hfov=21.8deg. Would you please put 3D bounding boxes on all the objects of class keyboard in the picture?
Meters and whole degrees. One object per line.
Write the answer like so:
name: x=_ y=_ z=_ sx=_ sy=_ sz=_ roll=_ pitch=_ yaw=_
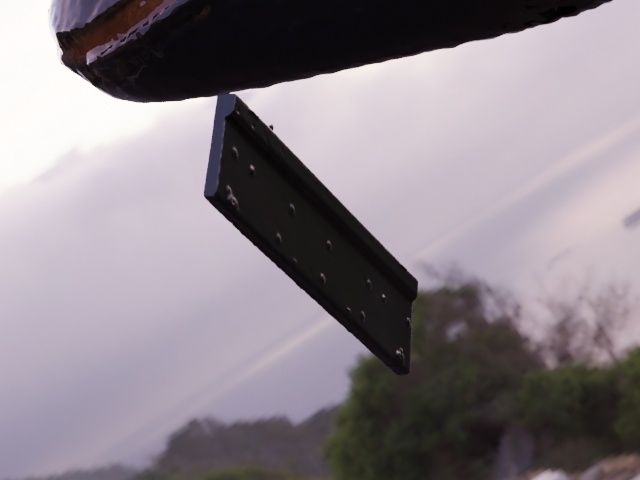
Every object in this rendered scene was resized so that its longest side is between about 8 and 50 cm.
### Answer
keyboard: x=0.000 y=0.000 z=1.292 sx=0.018 sy=0.101 sz=0.310 roll=-10 pitch=-33 yaw=28

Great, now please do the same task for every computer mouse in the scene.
computer mouse: x=0.012 y=-0.150 z=0.780 sx=0.323 sy=0.116 sz=0.183 roll=-9 pitch=28 yaw=21
